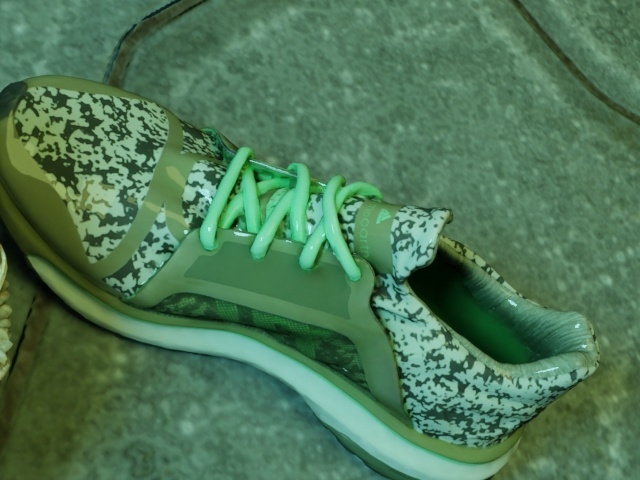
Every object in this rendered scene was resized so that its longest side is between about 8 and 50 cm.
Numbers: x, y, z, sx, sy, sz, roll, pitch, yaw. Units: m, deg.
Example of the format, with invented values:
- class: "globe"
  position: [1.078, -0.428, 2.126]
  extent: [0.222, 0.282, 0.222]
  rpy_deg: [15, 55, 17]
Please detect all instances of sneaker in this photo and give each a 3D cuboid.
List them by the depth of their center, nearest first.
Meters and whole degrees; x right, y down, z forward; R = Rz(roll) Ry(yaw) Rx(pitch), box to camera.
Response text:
- class: "sneaker"
  position: [0.000, 0.000, 0.773]
  extent: [0.410, 0.182, 0.158]
  rpy_deg: [30, 51, -18]

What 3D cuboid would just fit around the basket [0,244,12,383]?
- class: "basket"
  position: [-0.266, 0.063, 0.522]
  extent: [0.213, 0.223, 0.299]
  rpy_deg: [52, 46, 1]
